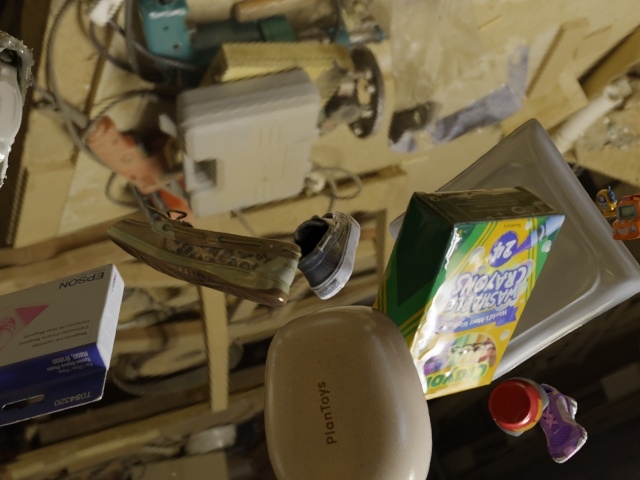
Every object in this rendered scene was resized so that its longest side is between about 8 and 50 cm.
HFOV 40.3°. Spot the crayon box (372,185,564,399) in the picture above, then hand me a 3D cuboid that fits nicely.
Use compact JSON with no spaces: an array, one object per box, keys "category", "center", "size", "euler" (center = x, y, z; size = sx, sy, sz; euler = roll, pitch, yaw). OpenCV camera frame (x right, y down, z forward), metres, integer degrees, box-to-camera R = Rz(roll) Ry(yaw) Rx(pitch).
[{"category":"crayon box","center":[0.164,0.093,1.120],"size":[0.203,0.083,0.323],"euler":[-6,125,-38]}]

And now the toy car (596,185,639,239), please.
[{"category":"toy car","center":[0.303,-0.031,0.901],"size":[0.060,0.040,0.122],"euler":[-29,-168,-10]}]

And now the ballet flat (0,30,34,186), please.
[{"category":"ballet flat","center":[-0.464,-0.088,1.124],"size":[0.147,0.409,0.147],"euler":[11,174,1]}]

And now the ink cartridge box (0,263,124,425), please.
[{"category":"ink cartridge box","center":[-0.551,0.201,1.660],"size":[0.324,0.330,0.071],"euler":[-16,124,6]}]

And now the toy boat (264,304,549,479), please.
[{"category":"toy boat","center":[0.095,0.201,0.986],"size":[0.318,0.267,0.148],"euler":[-8,167,16]}]

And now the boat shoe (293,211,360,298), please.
[{"category":"boat shoe","center":[0.000,0.000,1.625],"size":[0.108,0.102,0.301],"euler":[-38,-164,20]}]

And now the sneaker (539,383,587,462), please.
[{"category":"sneaker","center":[0.513,0.395,1.928],"size":[0.095,0.104,0.236],"euler":[-42,-170,18]}]

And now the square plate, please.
[{"category":"square plate","center":[0.323,0.022,1.521],"size":[0.344,0.347,0.049],"euler":[-38,163,25]}]

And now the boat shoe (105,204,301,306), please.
[{"category":"boat shoe","center":[-0.166,0.014,1.238],"size":[0.285,0.089,0.104],"euler":[18,166,13]}]
